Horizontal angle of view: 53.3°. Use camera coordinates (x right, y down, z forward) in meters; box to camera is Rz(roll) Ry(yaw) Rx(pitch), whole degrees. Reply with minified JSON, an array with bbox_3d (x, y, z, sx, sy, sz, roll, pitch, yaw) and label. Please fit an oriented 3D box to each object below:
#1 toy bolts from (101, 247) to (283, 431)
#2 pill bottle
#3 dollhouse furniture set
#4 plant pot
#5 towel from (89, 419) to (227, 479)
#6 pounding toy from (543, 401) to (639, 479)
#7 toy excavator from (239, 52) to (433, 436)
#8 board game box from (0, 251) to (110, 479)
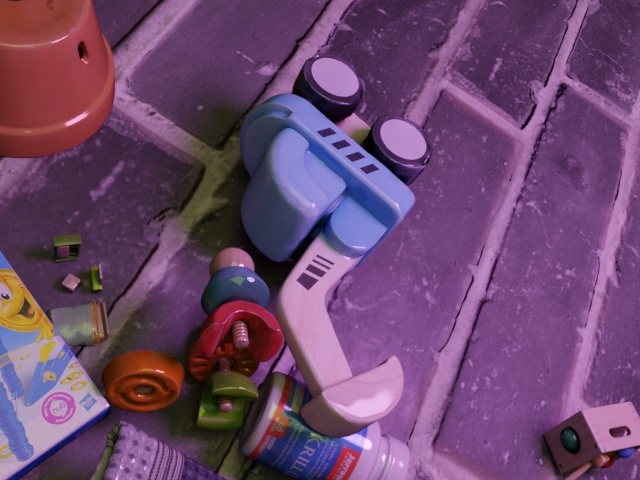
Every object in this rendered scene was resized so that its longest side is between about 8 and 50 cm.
[{"bbox_3d":[-0.160,0.116,0.844,0.218,0.228,0.158,15,37,-25],"label":"toy bolts"},{"bbox_3d":[0.008,0.283,0.897,0.221,0.124,0.124,26,59,-8],"label":"pill bottle"},{"bbox_3d":[-0.342,0.072,0.893,0.076,0.058,0.152,-6,68,-24],"label":"dollhouse furniture set"},{"bbox_3d":[-0.450,-0.299,0.943,0.290,0.203,0.291,9,63,-17],"label":"plant pot"},{"bbox_3d":[-0.166,0.417,0.718,0.312,0.056,0.324,41,37,-26],"label":"towel"},{"bbox_3d":[0.445,0.347,1.056,0.141,0.130,0.100,-2,55,-23],"label":"pounding toy"},{"bbox_3d":[0.000,0.000,0.949,0.433,0.222,0.445,42,52,2],"label":"toy excavator"},{"bbox_3d":[-0.470,0.177,0.765,0.308,0.086,0.302,-35,83,-28],"label":"board game box"}]
